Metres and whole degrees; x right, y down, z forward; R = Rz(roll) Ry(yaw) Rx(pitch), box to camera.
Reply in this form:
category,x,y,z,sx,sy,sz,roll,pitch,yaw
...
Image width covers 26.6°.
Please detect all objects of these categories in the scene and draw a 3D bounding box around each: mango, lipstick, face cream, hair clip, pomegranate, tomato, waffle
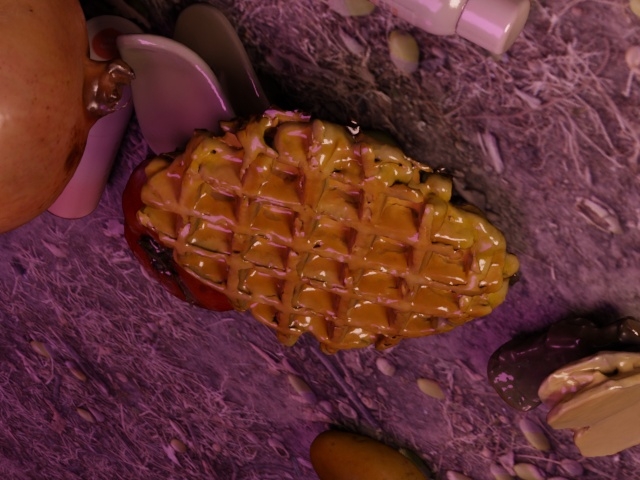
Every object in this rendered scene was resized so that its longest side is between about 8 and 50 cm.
category,x,y,z,sx,sy,sz,roll,pitch,yaw
mango,0.064,0.330,1.851,0.195,0.098,0.137,25,148,27
lipstick,-0.278,-0.140,1.631,0.087,0.087,0.327,37,146,2
face cream,0.060,-0.249,1.202,0.269,0.082,0.082,30,145,11
hair clip,-0.113,-0.135,1.463,0.173,0.113,0.282,5,135,39
pomegranate,-0.353,-0.157,1.370,0.338,0.338,0.338,24,143,20
tomato,-0.169,0.006,1.669,0.228,0.101,0.228,35,155,19
waffle,0.000,0.000,1.438,0.382,0.095,0.380,-17,134,42

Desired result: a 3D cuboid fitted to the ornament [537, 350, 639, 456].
category,x,y,z,sx,sy,sz,roll,pitch,yaw
ornament,0.323,0.153,1.386,0.180,0.059,0.201,-26,153,13

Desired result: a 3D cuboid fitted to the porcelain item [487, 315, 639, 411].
category,x,y,z,sx,sy,sz,roll,pitch,yaw
porcelain item,0.267,0.118,1.443,0.081,0.069,0.216,46,146,-5
